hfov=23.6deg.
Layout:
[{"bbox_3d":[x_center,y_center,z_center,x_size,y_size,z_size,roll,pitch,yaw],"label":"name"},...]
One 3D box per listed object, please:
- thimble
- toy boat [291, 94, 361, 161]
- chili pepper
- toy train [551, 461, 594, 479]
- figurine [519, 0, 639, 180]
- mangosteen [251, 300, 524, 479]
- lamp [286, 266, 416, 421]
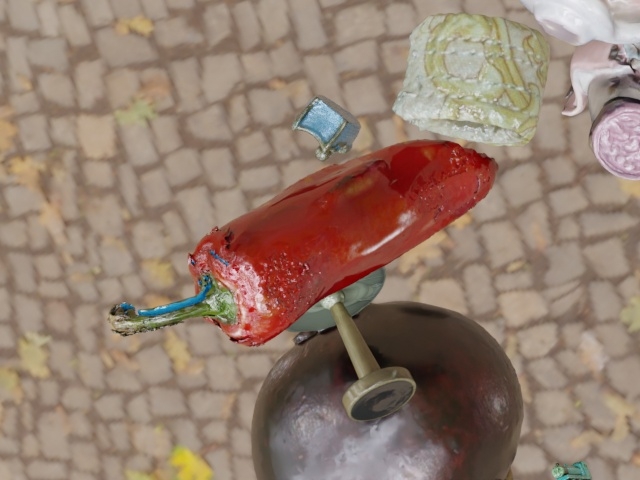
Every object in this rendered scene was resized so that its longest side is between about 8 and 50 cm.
[{"bbox_3d":[0.194,-0.207,1.965,0.191,0.137,0.143,9,82,3],"label":"thimble"},{"bbox_3d":[0.005,-0.137,1.976,0.075,0.185,0.077,38,98,4],"label":"toy boat"},{"bbox_3d":[0.000,0.000,1.312,0.110,0.388,0.110,40,146,35],"label":"chili pepper"},{"bbox_3d":[0.302,0.285,1.823,0.029,0.092,0.045,-31,67,23],"label":"toy train"},{"bbox_3d":[0.253,-0.245,1.316,0.211,0.253,0.361,11,141,36],"label":"figurine"},{"bbox_3d":[0.091,0.233,1.658,0.307,0.307,0.347,-33,87,35],"label":"mangosteen"},{"bbox_3d":[0.017,0.068,1.495,0.121,0.121,0.214,-51,51,34],"label":"lamp"}]
